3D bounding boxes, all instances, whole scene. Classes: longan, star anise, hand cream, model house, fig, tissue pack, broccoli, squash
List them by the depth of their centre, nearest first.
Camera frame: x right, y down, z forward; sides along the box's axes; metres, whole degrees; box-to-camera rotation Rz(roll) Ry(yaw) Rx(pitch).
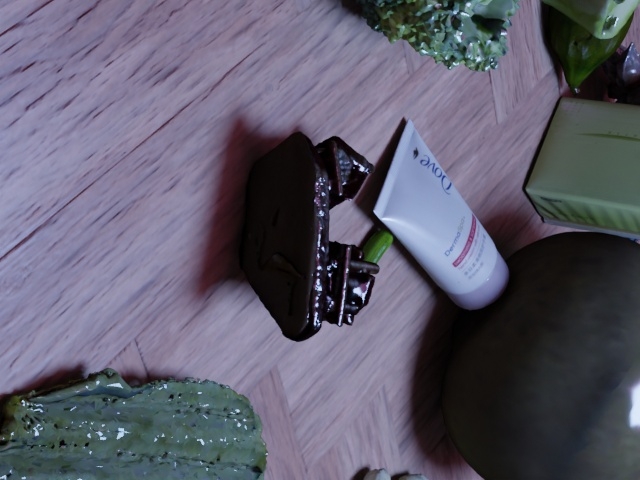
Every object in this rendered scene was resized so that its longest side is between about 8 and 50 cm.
[{"bbox_3d":[0.007,-0.005,1.429,0.164,0.141,0.203,6,94,-45],"label":"model house"},{"bbox_3d":[0.188,-0.297,1.482,0.375,0.302,0.249,-28,168,-37],"label":"broccoli"},{"bbox_3d":[0.054,0.023,1.603,0.089,0.027,0.027,-57,141,-29],"label":"squash"},{"bbox_3d":[0.140,-0.020,1.677,0.248,0.083,0.133,48,49,-43],"label":"hand cream"},{"bbox_3d":[0.322,0.163,1.791,0.361,0.361,0.361,-23,120,-50],"label":"longan"},{"bbox_3d":[0.345,-0.270,1.874,0.117,0.117,0.177,-28,145,-48],"label":"fig"},{"bbox_3d":[0.417,-0.093,1.903,0.125,0.234,0.159,45,63,-51],"label":"tissue pack"},{"bbox_3d":[0.437,-0.212,1.989,0.065,0.195,0.182,-22,157,-2],"label":"star anise"}]

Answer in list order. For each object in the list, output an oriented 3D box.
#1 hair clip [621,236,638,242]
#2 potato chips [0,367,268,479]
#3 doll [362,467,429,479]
[{"bbox_3d":[0.538,-0.087,2.250,0.275,0.048,0.083,-62,147,-19],"label":"hair clip"},{"bbox_3d":[-0.193,0.296,1.301,0.429,0.070,0.358,12,88,-56],"label":"potato chips"},{"bbox_3d":[0.070,0.383,1.687,0.149,0.175,0.278,-49,167,27],"label":"doll"}]
